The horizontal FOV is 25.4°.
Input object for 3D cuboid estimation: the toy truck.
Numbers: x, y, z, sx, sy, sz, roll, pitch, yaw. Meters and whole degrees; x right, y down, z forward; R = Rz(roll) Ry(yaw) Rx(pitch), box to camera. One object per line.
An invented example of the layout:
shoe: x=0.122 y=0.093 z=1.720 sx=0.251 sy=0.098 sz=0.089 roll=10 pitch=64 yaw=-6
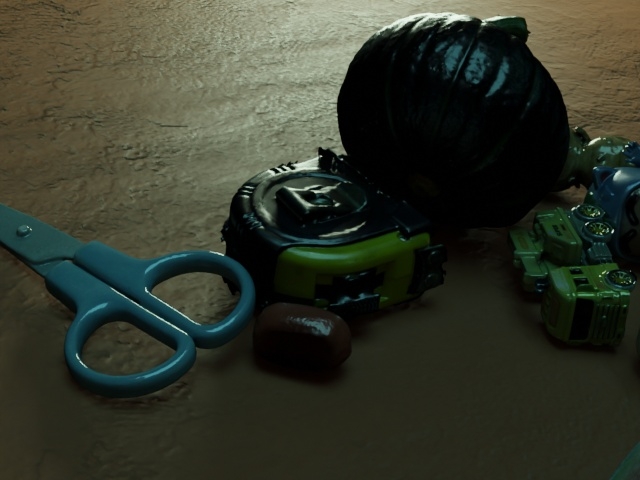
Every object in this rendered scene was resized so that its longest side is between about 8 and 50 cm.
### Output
toy truck: x=0.242 y=0.031 z=1.408 sx=0.100 sy=0.077 sz=0.169 roll=-1 pitch=36 yaw=-6

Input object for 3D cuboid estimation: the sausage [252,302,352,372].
sausage: x=-0.016 y=0.087 z=1.298 sx=0.094 sy=0.059 sz=0.054 roll=9 pitch=21 yaw=11

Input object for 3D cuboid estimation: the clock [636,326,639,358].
clock: x=0.479 y=0.063 z=1.358 sx=0.265 sy=0.108 sz=0.324 roll=29 pitch=43 yaw=23

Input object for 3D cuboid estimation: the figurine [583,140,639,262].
figurine: x=0.366 y=-0.026 z=1.495 sx=0.178 sy=0.114 sz=0.144 roll=-9 pitch=38 yaw=-35

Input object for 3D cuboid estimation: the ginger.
ginger: x=0.260 y=-0.094 z=1.593 sx=0.204 sy=0.080 sz=0.104 roll=12 pitch=2 yaw=7

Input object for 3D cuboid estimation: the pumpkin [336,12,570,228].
pumpkin: x=0.148 y=-0.147 z=1.485 sx=0.248 sy=0.248 sz=0.248 roll=4 pitch=34 yaw=-3

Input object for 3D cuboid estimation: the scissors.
scissors: x=-0.262 y=0.012 z=1.383 sx=0.447 sy=0.029 sz=0.193 roll=28 pitch=51 yaw=34

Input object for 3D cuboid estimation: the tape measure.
tape measure: x=0.000 y=0.000 z=1.387 sx=0.186 sy=0.112 sz=0.199 roll=-20 pitch=41 yaw=-30

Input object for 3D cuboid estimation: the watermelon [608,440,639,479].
watermelon: x=0.306 y=0.267 z=1.041 sx=0.175 sy=0.188 sz=0.322 roll=51 pitch=25 yaw=-15
